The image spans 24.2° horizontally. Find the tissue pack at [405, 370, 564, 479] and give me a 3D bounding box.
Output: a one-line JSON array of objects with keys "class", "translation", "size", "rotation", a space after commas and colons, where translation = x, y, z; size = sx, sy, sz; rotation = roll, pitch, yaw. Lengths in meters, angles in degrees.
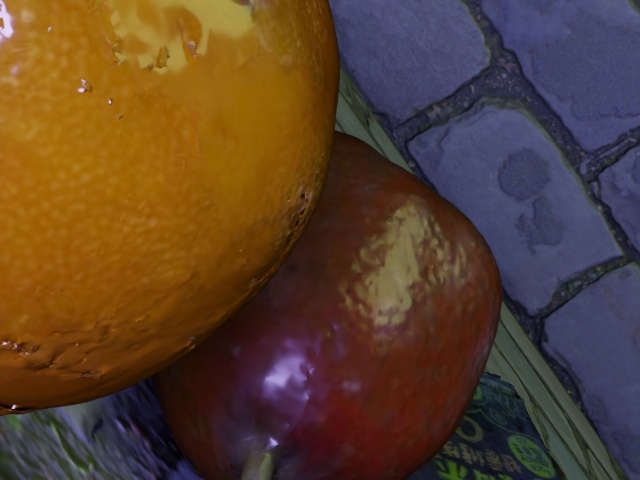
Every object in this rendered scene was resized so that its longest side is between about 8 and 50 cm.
[{"class": "tissue pack", "translation": [0.087, 0.169, 1.013], "size": [0.173, 0.073, 0.235], "rotation": [16, 29, -27]}]

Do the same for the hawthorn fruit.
[{"class": "hawthorn fruit", "translation": [-0.009, 0.061, 0.788], "size": [0.199, 0.199, 0.251], "rotation": [52, 29, -22]}]

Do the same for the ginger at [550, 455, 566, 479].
[{"class": "ginger", "translation": [0.198, 0.225, 1.569], "size": [0.190, 0.069, 0.095], "rotation": [51, 6, -24]}]

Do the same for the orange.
[{"class": "orange", "translation": [-0.110, -0.060, 0.518], "size": [0.240, 0.240, 0.240], "rotation": [54, 10, -13]}]
